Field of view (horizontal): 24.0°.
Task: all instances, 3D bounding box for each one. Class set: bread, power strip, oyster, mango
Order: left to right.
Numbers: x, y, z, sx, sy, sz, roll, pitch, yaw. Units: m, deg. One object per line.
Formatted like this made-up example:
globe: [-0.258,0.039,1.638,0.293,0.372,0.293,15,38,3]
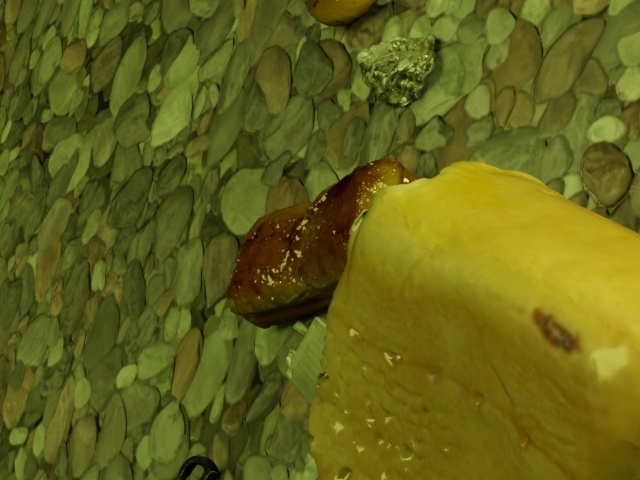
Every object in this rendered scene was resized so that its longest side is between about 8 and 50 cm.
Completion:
bread: [0.002,0.001,1.549,0.271,0.077,0.139,-22,49,52]
power strip: [0.007,0.123,1.516,0.075,0.042,0.175,-63,33,12]
mango: [0.031,-0.279,1.670,0.114,0.057,0.079,-20,54,40]
oyster: [0.078,-0.186,1.569,0.100,0.037,0.098,-42,44,36]
bread: [0.189,0.163,1.060,0.394,0.250,0.361,33,118,54]

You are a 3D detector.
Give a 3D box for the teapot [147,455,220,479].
teapot: [-0.132,0.314,1.584,0.096,0.087,0.177,-17,61,45]
